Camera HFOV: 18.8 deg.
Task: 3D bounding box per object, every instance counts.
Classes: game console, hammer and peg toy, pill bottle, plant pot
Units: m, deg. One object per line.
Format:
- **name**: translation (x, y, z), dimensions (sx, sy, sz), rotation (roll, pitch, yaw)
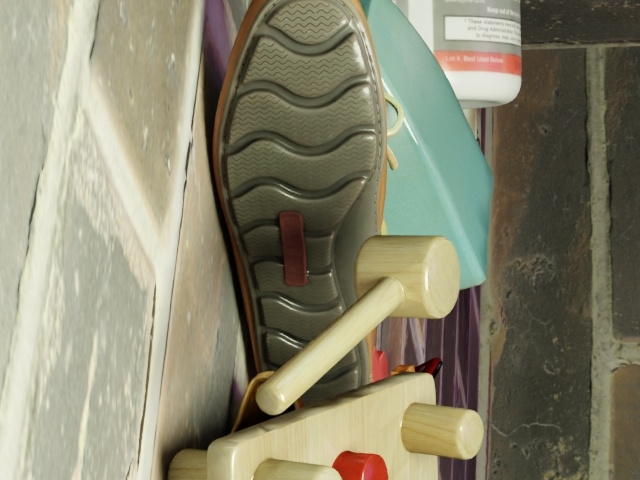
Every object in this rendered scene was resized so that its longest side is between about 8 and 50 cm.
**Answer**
- **game console**: translation (0.103, 0.211, 2.324), dimensions (0.085, 0.124, 0.144), rotation (62, 10, -1)
- **hammer and peg toy**: translation (0.003, 0.183, 1.328), dimensions (0.266, 0.127, 0.361), rotation (-15, 105, -54)
- **pill bottle**: translation (0.085, -0.309, 1.840), dimensions (0.210, 0.210, 0.363), rotation (-2, 91, -81)
- **plant pot**: translation (0.030, -0.085, 1.641), dimensions (0.165, 0.165, 0.234), rotation (-79, 150, -53)

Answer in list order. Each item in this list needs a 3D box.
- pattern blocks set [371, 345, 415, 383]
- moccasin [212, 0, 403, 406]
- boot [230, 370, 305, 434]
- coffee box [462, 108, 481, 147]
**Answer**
- **pattern blocks set**: translation (0.084, 0.271, 2.136), dimensions (0.325, 0.026, 0.285), rotation (45, 47, -67)
- **moccasin**: translation (-0.003, -0.046, 1.494), dimensions (0.147, 0.139, 0.380), rotation (-87, 170, -50)
- **boot**: translation (-0.026, 0.266, 1.485), dimensions (0.211, 0.104, 0.295), rotation (60, 24, -61)
- **coffee box**: translation (0.120, -0.168, 2.274), dimensions (0.098, 0.141, 0.246), rotation (66, 25, -67)
